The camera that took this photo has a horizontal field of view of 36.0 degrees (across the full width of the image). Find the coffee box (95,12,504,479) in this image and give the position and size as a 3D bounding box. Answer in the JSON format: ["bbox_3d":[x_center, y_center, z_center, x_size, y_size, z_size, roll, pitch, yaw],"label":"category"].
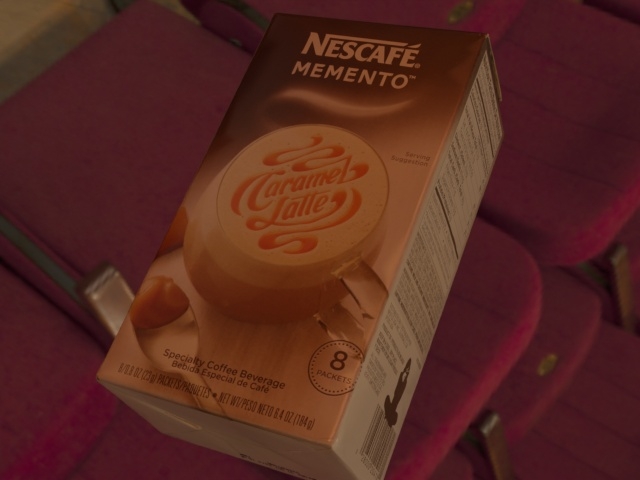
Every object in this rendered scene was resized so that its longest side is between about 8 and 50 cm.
[{"bbox_3d":[0.000,0.000,0.558,0.246,0.141,0.098,-68,154,-23],"label":"coffee box"}]
